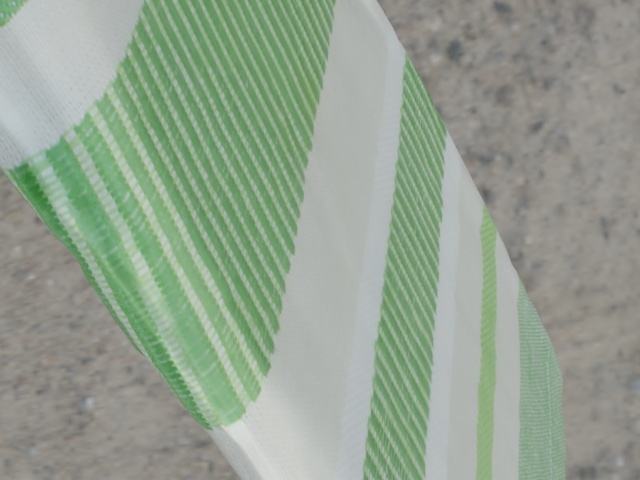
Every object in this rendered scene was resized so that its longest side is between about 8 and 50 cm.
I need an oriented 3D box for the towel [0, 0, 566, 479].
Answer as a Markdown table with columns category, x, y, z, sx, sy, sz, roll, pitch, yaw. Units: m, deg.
| category | x | y | z | sx | sy | sz | roll | pitch | yaw |
| --- | --- | --- | --- | --- | --- | --- | --- | --- | --- |
| towel | 0.000 | 0.000 | 0.512 | 0.325 | 0.038 | 0.248 | 60 | 22 | -31 |
